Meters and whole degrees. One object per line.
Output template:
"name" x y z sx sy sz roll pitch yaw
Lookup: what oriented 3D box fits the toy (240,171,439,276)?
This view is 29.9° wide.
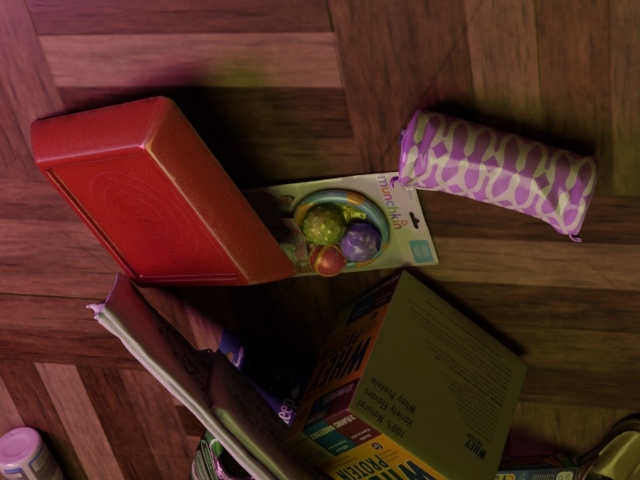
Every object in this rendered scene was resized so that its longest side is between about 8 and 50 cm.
"toy" 0.000 0.000 1.345 0.237 0.056 0.136 -3 131 22

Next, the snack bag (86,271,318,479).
"snack bag" -0.123 0.167 1.371 0.037 0.323 0.342 -44 98 0

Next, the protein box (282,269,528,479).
"protein box" 0.101 0.185 1.368 0.200 0.201 0.136 37 140 -15

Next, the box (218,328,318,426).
"box" -0.036 0.202 1.561 0.225 0.036 0.136 20 135 3

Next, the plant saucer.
"plant saucer" -0.189 -0.034 1.336 0.259 0.047 0.258 -4 131 44

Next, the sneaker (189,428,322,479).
"sneaker" -0.039 0.358 1.587 0.344 0.134 0.146 27 131 24

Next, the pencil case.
"pencil case" 0.173 -0.068 1.197 0.206 0.086 0.088 16 101 6

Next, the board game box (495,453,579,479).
"board game box" 0.241 0.369 1.518 0.136 0.035 0.201 3 110 -23

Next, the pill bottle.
"pill bottle" -0.435 0.354 1.814 0.078 0.078 0.137 -1 131 20

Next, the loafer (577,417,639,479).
"loafer" 0.366 0.271 1.471 0.056 0.050 0.148 25 135 -5
